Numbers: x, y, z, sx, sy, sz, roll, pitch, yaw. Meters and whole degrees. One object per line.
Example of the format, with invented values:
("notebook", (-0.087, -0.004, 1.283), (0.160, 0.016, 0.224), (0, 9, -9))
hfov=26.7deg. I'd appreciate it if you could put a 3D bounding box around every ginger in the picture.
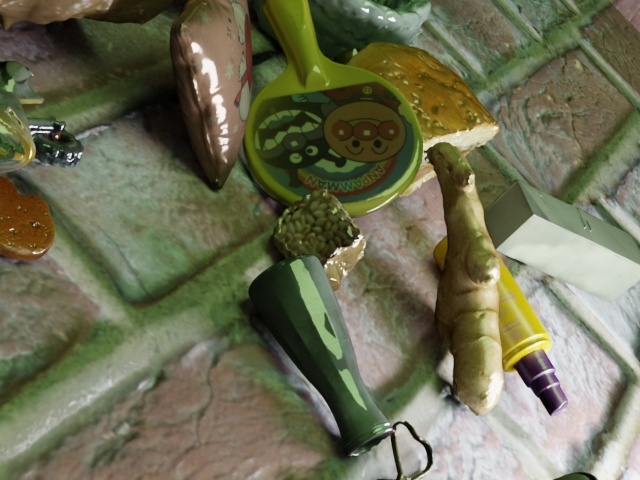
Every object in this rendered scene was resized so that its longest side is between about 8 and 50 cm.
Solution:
("ginger", (0.178, 0.044, 1.654), (0.148, 0.081, 0.333), (-63, 150, -89))

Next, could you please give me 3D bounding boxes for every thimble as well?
("thimble", (0.032, -0.340, 1.973), (0.250, 0.172, 0.204), (19, 43, -34))

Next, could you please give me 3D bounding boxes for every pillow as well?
("pillow", (-0.126, -0.209, 1.602), (0.084, 0.223, 0.236), (0, 35, 9))

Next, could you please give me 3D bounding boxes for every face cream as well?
("face cream", (0.243, 0.107, 1.758), (0.078, 0.078, 0.273), (5, 48, -49))

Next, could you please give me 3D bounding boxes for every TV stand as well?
("TV stand", (0.374, 0.002, 2.049), (0.270, 0.088, 0.082), (23, 36, -36))

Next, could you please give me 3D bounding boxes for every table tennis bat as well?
("table tennis bat", (-0.001, -0.182, 1.713), (0.224, 0.054, 0.368), (-11, 59, -9))

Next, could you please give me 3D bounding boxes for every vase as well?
("vase", (0.006, 0.124, 1.439), (0.086, 0.086, 0.214), (-2, 58, -53))

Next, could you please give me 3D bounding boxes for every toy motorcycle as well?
("toy motorcycle", (-0.338, -0.129, 1.282), (0.229, 0.094, 0.130), (29, 21, 6))

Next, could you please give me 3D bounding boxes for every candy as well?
("candy", (0.000, 0.000, 1.567), (0.110, 0.095, 0.085), (44, -10, 19))

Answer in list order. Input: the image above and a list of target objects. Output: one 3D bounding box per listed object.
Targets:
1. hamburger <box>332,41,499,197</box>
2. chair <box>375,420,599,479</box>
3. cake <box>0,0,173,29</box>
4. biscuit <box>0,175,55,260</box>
("hamburger", (0.094, -0.177, 1.847), (0.209, 0.162, 0.330), (52, 34, 9))
("chair", (0.226, 0.304, 1.417), (0.325, 0.170, 0.160), (46, 31, -10))
("cake", (-0.304, -0.394, 1.451), (0.332, 0.332, 0.321), (54, 27, 15))
("biscuit", (-0.312, -0.027, 1.279), (0.130, 0.019, 0.102), (28, 33, -28))
